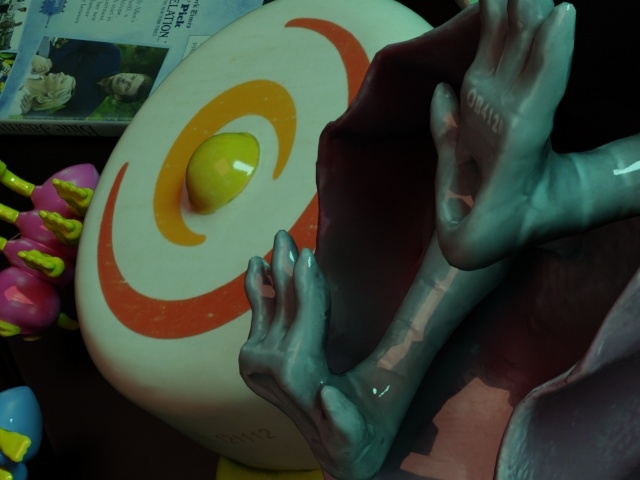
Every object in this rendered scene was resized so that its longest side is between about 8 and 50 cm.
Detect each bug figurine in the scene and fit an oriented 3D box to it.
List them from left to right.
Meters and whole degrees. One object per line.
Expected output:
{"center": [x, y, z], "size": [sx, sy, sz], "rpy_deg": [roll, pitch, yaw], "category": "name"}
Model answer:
{"center": [-0.204, 0.035, 0.791], "size": [0.279, 0.072, 0.216], "rpy_deg": [25, 84, 34], "category": "bug figurine"}

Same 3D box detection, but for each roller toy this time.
{"center": [0.000, 0.000, 0.661], "size": [0.191, 0.146, 0.209], "rpy_deg": [-39, 40, 17], "category": "roller toy"}

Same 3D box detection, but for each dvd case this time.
{"center": [-0.128, -0.139, 0.896], "size": [0.253, 0.022, 0.180], "rpy_deg": [3, 65, 26], "category": "dvd case"}

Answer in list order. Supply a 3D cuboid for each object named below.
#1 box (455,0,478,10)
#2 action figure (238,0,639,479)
{"center": [0.218, -0.160, 0.726], "size": [0.322, 0.058, 0.232], "rpy_deg": [-32, 55, 6], "category": "box"}
{"center": [0.182, 0.016, 0.513], "size": [0.248, 0.370, 0.275], "rpy_deg": [3, 89, 59], "category": "action figure"}
